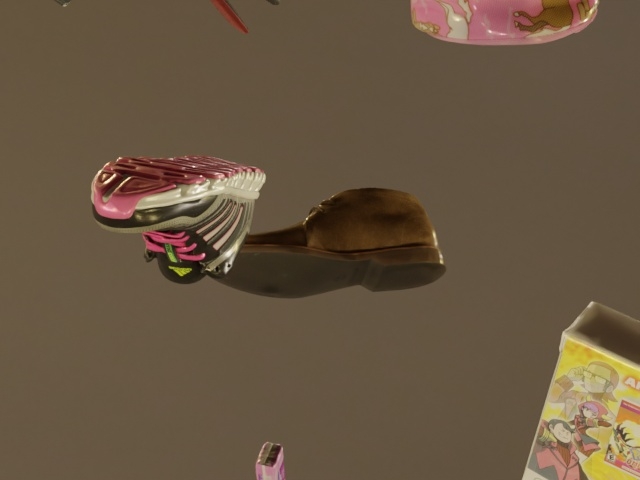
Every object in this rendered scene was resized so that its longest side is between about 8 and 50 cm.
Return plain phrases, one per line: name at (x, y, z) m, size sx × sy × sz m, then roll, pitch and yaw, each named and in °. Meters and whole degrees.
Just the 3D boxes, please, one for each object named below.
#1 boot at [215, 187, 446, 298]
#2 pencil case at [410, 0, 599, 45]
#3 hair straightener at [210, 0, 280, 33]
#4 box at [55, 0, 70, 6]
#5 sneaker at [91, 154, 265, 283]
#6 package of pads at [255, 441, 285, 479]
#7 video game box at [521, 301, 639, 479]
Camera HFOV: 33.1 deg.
boot at (0.000, 0.000, 1.335) m, size 0.305 × 0.112 × 0.115 m, roll -1°, pitch -116°, yaw -19°
pencil case at (0.136, -0.345, 0.842) m, size 0.167 × 0.386 × 0.160 m, roll 17°, pitch -140°, yaw 37°
hair straightener at (-0.080, -0.250, 0.894) m, size 0.089 × 0.230 × 0.047 m, roll -40°, pitch -111°, yaw 5°
box at (-0.179, -0.237, 0.400) m, size 0.270 × 0.143 × 0.165 m, roll 24°, pitch -154°, yaw -49°
sneaker at (-0.079, -0.008, 0.621) m, size 0.063 × 0.075 × 0.170 m, roll 11°, pitch -172°, yaw 14°
package of pads at (-0.071, 0.334, 1.528) m, size 0.032 × 0.083 × 0.050 m, roll 6°, pitch -148°, yaw 16°
video game box at (0.217, 0.155, 0.610) m, size 0.205 × 0.187 × 0.048 m, roll 26°, pitch -139°, yaw 23°
